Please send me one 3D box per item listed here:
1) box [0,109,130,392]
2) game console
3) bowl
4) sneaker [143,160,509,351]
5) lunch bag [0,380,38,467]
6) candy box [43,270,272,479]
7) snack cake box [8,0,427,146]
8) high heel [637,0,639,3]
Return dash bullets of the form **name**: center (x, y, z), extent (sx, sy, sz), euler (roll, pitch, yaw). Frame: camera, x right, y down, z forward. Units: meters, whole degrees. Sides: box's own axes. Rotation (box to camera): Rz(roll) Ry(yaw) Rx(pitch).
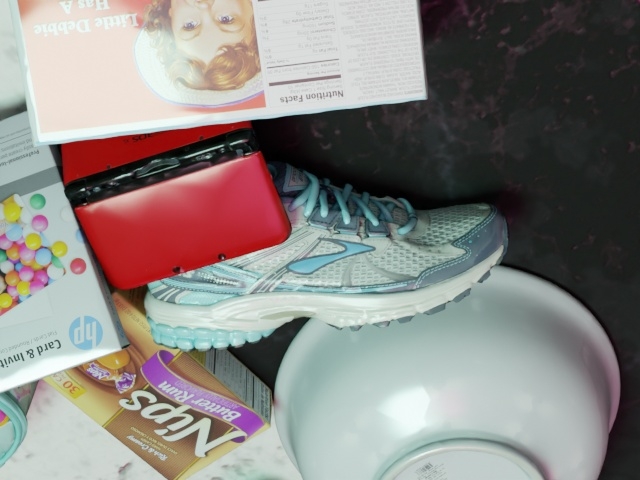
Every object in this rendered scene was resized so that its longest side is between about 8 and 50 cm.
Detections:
- **box**: center (-0.239, 0.015, 1.160), extent (0.145, 0.038, 0.186), euler (-19, 91, 5)
- **game console**: center (-0.106, -0.051, 1.151), extent (0.144, 0.124, 0.085), euler (-16, 147, 10)
- **bowl**: center (0.109, 0.173, 1.294), extent (0.297, 0.134, 0.298), euler (-1, 126, -2)
- **sneaker**: center (0.000, 0.000, 1.184), extent (0.283, 0.110, 0.122), euler (-12, 109, 0)
- **lunch bag**: center (-0.384, 0.139, 1.270), extent (0.279, 0.108, 0.224), euler (-37, 119, 23)
- **candy box**: center (-0.139, 0.110, 1.290), extent (0.109, 0.053, 0.187), euler (-33, 119, 21)
- **snack cake box**: center (-0.068, -0.159, 1.050), extent (0.264, 0.089, 0.152), euler (-6, 109, 3)
- **high heel**: center (0.133, -0.272, 1.014), extent (0.181, 0.127, 0.377), euler (-1, 137, 35)
